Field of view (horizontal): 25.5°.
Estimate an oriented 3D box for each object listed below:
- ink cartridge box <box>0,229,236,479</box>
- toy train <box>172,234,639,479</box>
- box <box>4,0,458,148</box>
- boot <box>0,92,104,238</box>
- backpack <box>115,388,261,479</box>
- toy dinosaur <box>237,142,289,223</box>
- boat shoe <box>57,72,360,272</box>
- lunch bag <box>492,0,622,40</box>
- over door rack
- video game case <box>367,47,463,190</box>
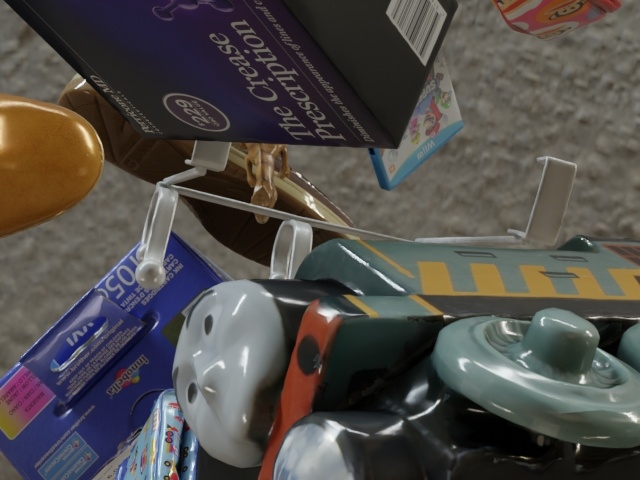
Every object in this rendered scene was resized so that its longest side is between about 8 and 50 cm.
[{"bbox_3d":[-0.172,0.149,1.454,0.270,0.395,0.151,-45,73,-2],"label":"ink cartridge box"},{"bbox_3d":[0.104,0.070,0.565,0.334,0.142,0.190,1,21,-35],"label":"toy train"},{"bbox_3d":[-0.076,-0.157,0.696,0.184,0.261,0.103,8,64,37],"label":"box"},{"bbox_3d":[-0.249,-0.056,0.830,0.295,0.211,0.104,-5,84,-24],"label":"boot"},{"bbox_3d":[-0.101,0.218,1.064,0.117,0.173,0.158,19,39,-17],"label":"backpack"},{"bbox_3d":[-0.064,-0.118,1.249,0.064,0.112,0.211,-28,74,14],"label":"toy dinosaur"},{"bbox_3d":[-0.091,-0.088,1.393,0.342,0.123,0.123,31,52,-19],"label":"boat shoe"},{"bbox_3d":[0.178,-0.344,1.345,0.120,0.258,0.293,-23,82,22],"label":"lunch bag"},{"bbox_3d":[0.000,0.000,0.996,0.239,0.324,0.108,12,76,-11],"label":"over door rack"},{"bbox_3d":[0.080,-0.147,1.380,0.015,0.166,0.119,21,52,43],"label":"video game case"}]
